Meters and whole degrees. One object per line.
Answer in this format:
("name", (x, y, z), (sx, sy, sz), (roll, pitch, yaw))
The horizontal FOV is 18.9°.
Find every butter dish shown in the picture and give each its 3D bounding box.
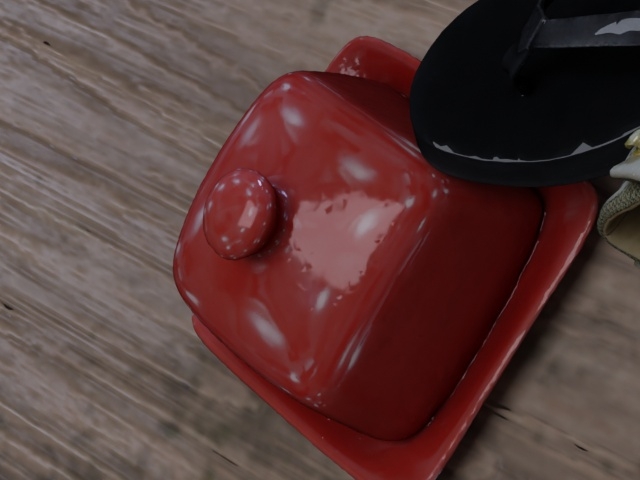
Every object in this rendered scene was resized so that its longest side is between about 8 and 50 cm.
("butter dish", (0.000, 0.000, 0.772), (0.160, 0.118, 0.160), (39, 102, 38))

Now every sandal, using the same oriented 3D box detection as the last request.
("sandal", (0.145, -0.093, 0.688), (0.254, 0.054, 0.097), (-18, 50, 19))

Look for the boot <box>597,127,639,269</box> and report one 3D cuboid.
("boot", (0.132, -0.066, 0.596), (0.213, 0.077, 0.165), (31, 73, 37))
